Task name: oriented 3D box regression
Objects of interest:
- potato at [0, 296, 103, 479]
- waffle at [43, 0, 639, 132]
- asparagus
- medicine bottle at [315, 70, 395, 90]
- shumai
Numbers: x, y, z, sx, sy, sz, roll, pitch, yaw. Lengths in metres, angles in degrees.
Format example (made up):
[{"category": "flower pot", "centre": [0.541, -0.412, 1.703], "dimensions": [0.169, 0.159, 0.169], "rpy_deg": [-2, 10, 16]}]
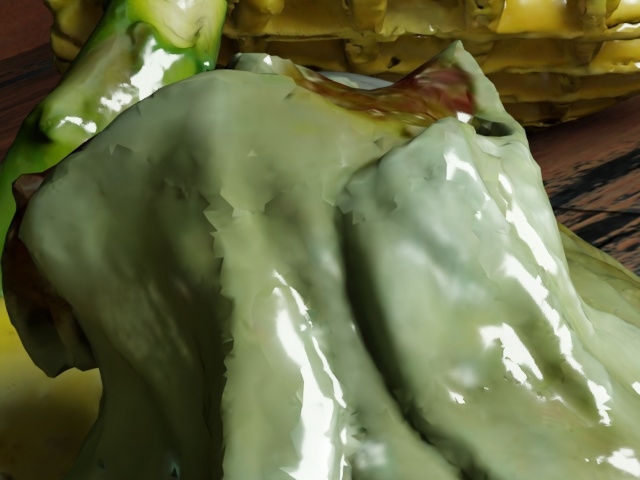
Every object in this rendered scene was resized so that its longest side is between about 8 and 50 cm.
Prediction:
[{"category": "potato", "centre": [-0.139, 0.092, 0.625], "dimensions": [0.300, 0.140, 0.173], "rpy_deg": [-11, 8, 5]}, {"category": "waffle", "centre": [0.040, -0.126, 1.044], "dimensions": [0.380, 0.095, 0.382], "rpy_deg": [8, -12, -39]}, {"category": "asparagus", "centre": [-0.126, -0.002, 0.806], "dimensions": [0.343, 0.082, 0.085], "rpy_deg": [-58, 18, -16]}, {"category": "medicine bottle", "centre": [0.000, 0.000, 0.837], "dimensions": [0.179, 0.124, 0.324], "rpy_deg": [-25, 16, -8]}, {"category": "shumai", "centre": [0.034, 0.045, 0.451], "dimensions": [0.189, 0.218, 0.256], "rpy_deg": [-23, 11, 20]}]
